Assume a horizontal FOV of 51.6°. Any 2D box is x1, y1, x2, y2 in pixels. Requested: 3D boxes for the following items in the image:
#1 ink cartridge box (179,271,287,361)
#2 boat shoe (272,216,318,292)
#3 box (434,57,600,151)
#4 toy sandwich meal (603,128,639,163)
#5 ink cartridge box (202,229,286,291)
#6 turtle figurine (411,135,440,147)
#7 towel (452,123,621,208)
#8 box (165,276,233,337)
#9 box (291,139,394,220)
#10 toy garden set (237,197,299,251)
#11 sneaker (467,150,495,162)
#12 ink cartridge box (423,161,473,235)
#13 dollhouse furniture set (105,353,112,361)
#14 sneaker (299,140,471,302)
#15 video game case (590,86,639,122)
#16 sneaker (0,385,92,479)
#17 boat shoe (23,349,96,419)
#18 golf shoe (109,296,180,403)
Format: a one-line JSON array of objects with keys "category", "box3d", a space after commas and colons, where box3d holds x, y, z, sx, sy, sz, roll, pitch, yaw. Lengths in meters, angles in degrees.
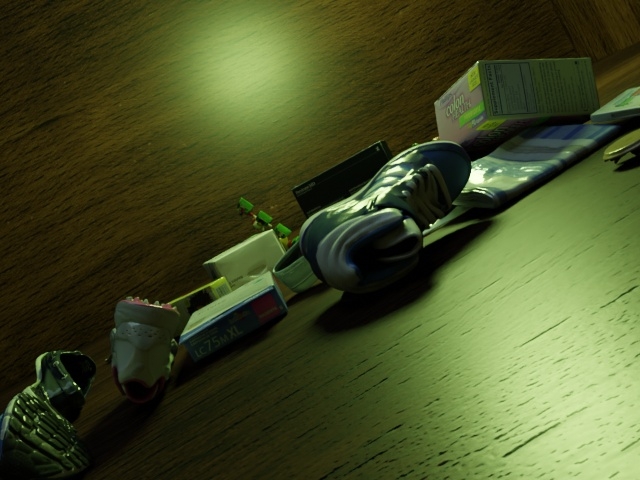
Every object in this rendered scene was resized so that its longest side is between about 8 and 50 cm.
[{"category": "ink cartridge box", "box3d": [-0.157, 0.136, 1.223, 0.185, 0.065, 0.311, -29, 3, -4]}, {"category": "boat shoe", "box3d": [-0.001, 0.000, 1.245, 0.227, 0.081, 0.079, -48, 30, 10]}, {"category": "box", "box3d": [0.388, -0.267, 1.332, 0.243, 0.117, 0.213, -5, -8, -14]}, {"category": "toy sandwich meal", "box3d": [0.415, -0.122, 0.869, 0.085, 0.029, 0.085, -33, 5, 3]}, {"category": "ink cartridge box", "box3d": [-0.224, 0.067, 1.958, 0.198, 0.115, 0.273, -30, 5, -16]}, {"category": "turtle figurine", "box3d": [0.374, -0.272, 1.634, 0.266, 0.198, 0.274, -34, 3, -18]}, {"category": "towel", "box3d": [0.341, -0.135, 1.145, 0.285, 0.034, 0.209, -29, 17, -17]}, {"category": "box", "box3d": [-0.299, 0.164, 1.583, 0.232, 0.087, 0.058, -26, 6, 40]}, {"category": "box", "box3d": [0.087, -0.116, 1.699, 0.261, 0.184, 0.103, -27, 6, 17]}, {"category": "toy garden set", "box3d": [-0.161, -0.030, 2.050, 0.049, 0.244, 0.204, -57, 6, -9]}, {"category": "sneaker", "box3d": [0.266, -0.153, 1.504, 0.295, 0.124, 0.178, -31, 15, -14]}, {"category": "ink cartridge box", "box3d": [0.197, -0.059, 1.267, 0.275, 0.060, 0.239, -29, 30, -5]}, {"category": "dollhouse furniture set", "box3d": [-0.545, 0.304, 1.888, 0.152, 0.058, 0.076, -48, 1, 33]}, {"category": "sneaker", "box3d": [0.131, -0.031, 0.963, 0.322, 0.130, 0.236, -30, 20, -10]}, {"category": "video game case", "box3d": [0.561, -0.242, 1.124, 0.157, 0.019, 0.143, -31, 18, -36]}, {"category": "sneaker", "box3d": [-0.395, 0.286, 0.858, 0.147, 0.130, 0.330, -46, 8, -22]}, {"category": "boat shoe", "box3d": [-0.523, 0.286, 1.375, 0.113, 0.127, 0.340, -29, 7, -10]}, {"category": "golf shoe", "box3d": [-0.289, 0.197, 1.054, 0.115, 0.140, 0.306, 7, -26, -9]}]
